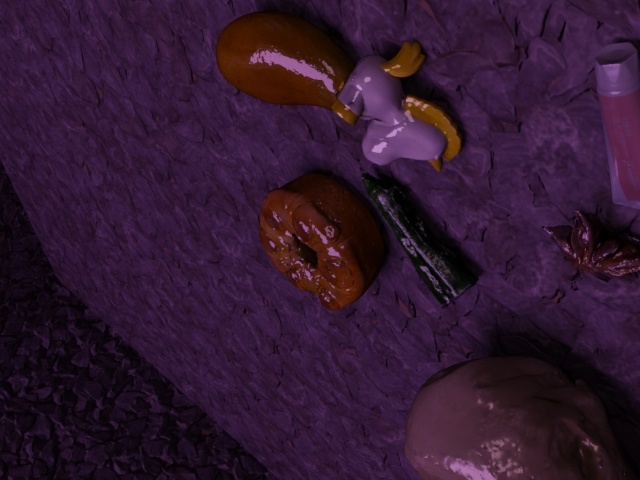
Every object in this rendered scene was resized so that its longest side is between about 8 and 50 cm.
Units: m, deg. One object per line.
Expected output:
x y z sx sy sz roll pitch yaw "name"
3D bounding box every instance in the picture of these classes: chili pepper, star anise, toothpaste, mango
0.131 -0.009 1.168 0.227 0.059 0.088 51 158 3 "chili pepper"
0.308 0.011 0.927 0.124 0.056 0.129 29 163 0 "star anise"
0.308 -0.102 0.803 0.067 0.043 0.195 17 144 43 "toothpaste"
-0.043 -0.239 1.098 0.227 0.099 0.136 24 143 26 "mango"

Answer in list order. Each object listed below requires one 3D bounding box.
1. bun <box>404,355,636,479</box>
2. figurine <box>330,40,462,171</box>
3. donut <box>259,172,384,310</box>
0.289 0.304 1.145 0.362 0.235 0.326 35 160 -4 "bun"
0.096 -0.150 1.007 0.129 0.109 0.178 -18 116 32 "figurine"
0.001 0.000 1.310 0.226 0.113 0.227 37 150 26 "donut"
